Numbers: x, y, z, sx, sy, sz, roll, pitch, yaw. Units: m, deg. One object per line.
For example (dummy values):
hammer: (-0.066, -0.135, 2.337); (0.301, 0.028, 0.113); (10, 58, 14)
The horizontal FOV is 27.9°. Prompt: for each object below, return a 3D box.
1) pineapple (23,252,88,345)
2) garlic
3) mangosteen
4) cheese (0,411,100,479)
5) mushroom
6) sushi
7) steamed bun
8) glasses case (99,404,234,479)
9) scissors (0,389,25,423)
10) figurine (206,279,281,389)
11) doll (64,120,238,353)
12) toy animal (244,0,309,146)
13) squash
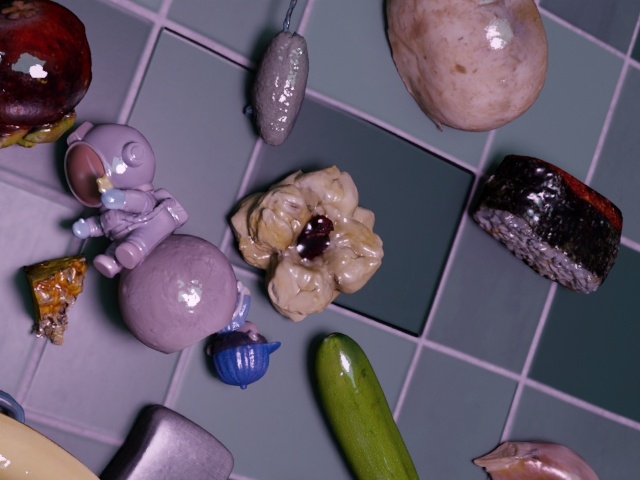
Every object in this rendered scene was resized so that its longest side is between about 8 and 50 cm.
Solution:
pineapple: (-0.319, 0.071, 1.516); (0.077, 0.114, 0.114); (10, 108, 9)
garlic: (0.337, 0.402, 1.837); (0.128, 0.148, 0.267); (-25, 101, -60)
mangosteen: (-0.336, -0.180, 1.443); (0.166, 0.166, 0.180); (-18, 125, -24)
cheese: (-0.399, 0.291, 1.415); (0.259, 0.128, 0.316); (-43, 122, -1)
mushroom: (0.216, -0.270, 1.684); (0.195, 0.189, 0.254); (-29, 108, -19)
sushi: (0.319, -0.021, 1.779); (0.225, 0.136, 0.126); (29, 83, -32)
steamed bun: (0.000, 0.000, 1.637); (0.192, 0.106, 0.178); (-28, 106, -24)
glasses case: (-0.235, 0.361, 1.558); (0.131, 0.074, 0.323); (38, 77, -21)
scissors: (-0.479, 0.223, 1.448); (0.289, 0.041, 0.138); (9, 100, -29)
figurine: (-0.109, 0.108, 1.608); (0.086, 0.087, 0.149); (-19, 103, 14)
doll: (-0.205, -0.013, 1.511); (0.151, 0.151, 0.287); (-28, 92, -22)
toy animal: (-0.040, -0.243, 1.620); (0.070, 0.079, 0.253); (14, 85, -20)
squash: (0.061, 0.251, 1.694); (0.082, 0.082, 0.293); (-30, 107, -22)
